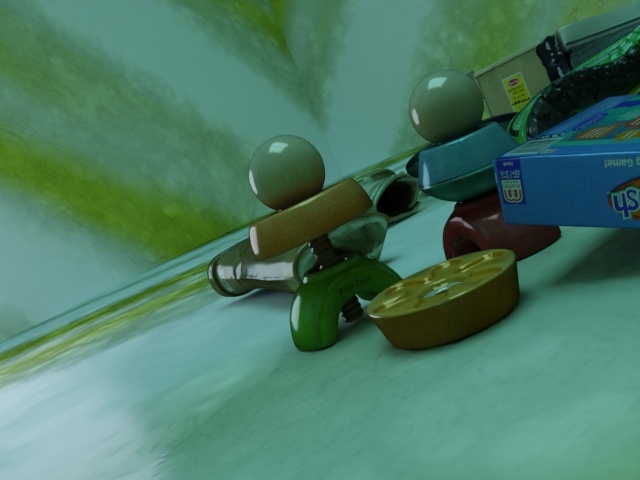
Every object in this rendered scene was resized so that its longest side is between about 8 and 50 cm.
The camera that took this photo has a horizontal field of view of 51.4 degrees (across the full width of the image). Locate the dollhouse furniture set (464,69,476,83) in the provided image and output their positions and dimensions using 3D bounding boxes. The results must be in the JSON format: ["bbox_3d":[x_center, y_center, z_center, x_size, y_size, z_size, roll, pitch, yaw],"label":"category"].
[{"bbox_3d":[0.338,-0.307,1.597,0.151,0.197,0.301,-23,7,12],"label":"dollhouse furniture set"}]

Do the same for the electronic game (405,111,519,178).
[{"bbox_3d":[0.258,-0.163,1.162,0.229,0.048,0.229,-19,-9,-3],"label":"electronic game"}]

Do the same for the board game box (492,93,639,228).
[{"bbox_3d":[0.234,-0.054,0.380,0.160,0.047,0.210,-27,20,-36],"label":"board game box"}]

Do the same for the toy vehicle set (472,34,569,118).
[{"bbox_3d":[0.365,-0.249,1.173,0.035,0.165,0.267,-24,7,-8],"label":"toy vehicle set"}]

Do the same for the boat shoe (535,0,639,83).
[{"bbox_3d":[0.506,-0.278,0.984,0.341,0.158,0.127,-20,-2,7],"label":"boat shoe"}]

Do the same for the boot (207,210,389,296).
[{"bbox_3d":[0.000,0.000,0.814,0.236,0.089,0.269,-39,13,-28],"label":"boot"}]

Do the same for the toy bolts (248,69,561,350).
[{"bbox_3d":[0.071,-0.037,0.493,0.229,0.158,0.218,-26,7,-23],"label":"toy bolts"}]

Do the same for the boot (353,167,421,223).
[{"bbox_3d":[0.098,-0.071,1.056,0.165,0.077,0.213,-17,14,49],"label":"boot"}]

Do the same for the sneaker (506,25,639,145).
[{"bbox_3d":[0.387,-0.204,0.872,0.344,0.134,0.146,-25,6,-12],"label":"sneaker"}]
